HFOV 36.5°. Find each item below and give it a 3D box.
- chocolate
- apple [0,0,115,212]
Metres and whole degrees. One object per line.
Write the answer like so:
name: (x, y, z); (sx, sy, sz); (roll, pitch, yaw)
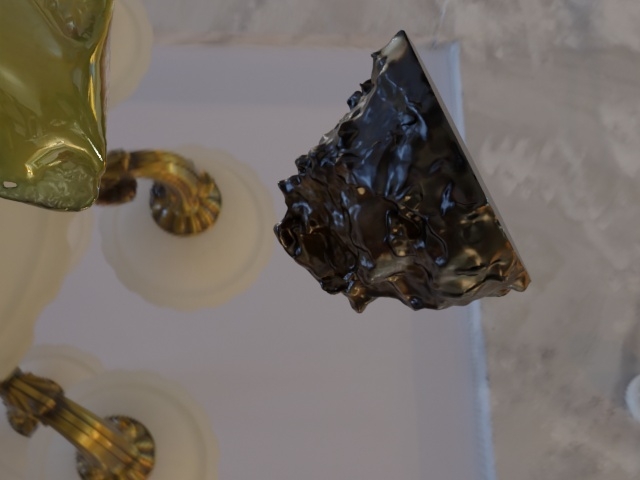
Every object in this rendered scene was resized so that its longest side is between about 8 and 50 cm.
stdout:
chocolate: (0.045, -0.025, 0.786); (0.177, 0.206, 0.224); (-28, -91, 11)
apple: (-0.225, -0.138, 0.486); (0.265, 0.120, 0.193); (13, -80, -17)
